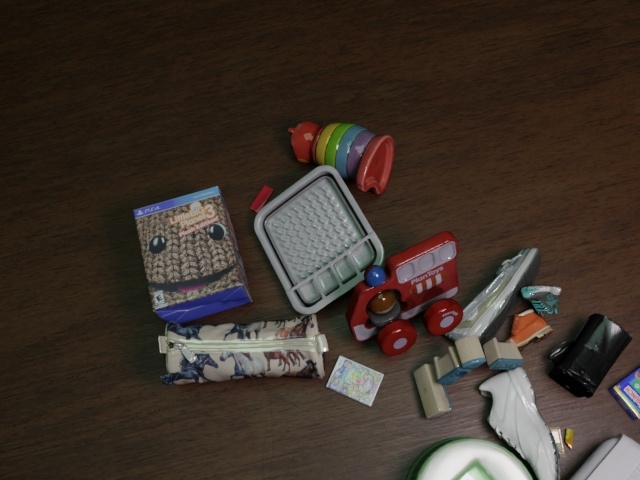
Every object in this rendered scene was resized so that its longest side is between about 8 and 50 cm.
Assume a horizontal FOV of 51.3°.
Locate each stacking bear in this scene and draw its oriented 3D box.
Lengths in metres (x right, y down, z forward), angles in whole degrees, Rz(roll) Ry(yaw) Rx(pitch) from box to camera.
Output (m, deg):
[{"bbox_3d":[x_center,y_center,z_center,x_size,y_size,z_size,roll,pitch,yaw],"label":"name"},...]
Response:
[{"bbox_3d":[0.042,-0.250,1.844,0.288,0.175,0.164,21,99,25],"label":"stacking bear"}]

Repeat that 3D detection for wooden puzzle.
[{"bbox_3d":[0.541,0.479,1.579,0.116,0.014,0.079,2,64,5],"label":"wooden puzzle"}]

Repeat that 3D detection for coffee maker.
[{"bbox_3d":[0.647,0.272,1.570,0.120,0.171,0.178,42,77,-9],"label":"coffee maker"}]

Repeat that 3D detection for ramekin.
[{"bbox_3d":[0.336,0.585,1.477,0.303,0.148,0.304,-2,68,4],"label":"ramekin"}]

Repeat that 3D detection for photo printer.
[{"bbox_3d":[0.655,0.587,1.433,0.307,0.107,0.256,-32,73,-31],"label":"photo printer"}]

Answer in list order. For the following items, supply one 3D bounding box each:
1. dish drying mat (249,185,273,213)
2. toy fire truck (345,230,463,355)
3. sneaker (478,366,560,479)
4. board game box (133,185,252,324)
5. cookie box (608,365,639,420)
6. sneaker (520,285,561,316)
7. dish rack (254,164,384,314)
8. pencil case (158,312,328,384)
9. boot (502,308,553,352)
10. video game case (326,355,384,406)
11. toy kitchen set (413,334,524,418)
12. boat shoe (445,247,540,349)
[{"bbox_3d":[-0.166,-0.116,1.881,0.032,0.008,0.083,26,71,13],"label":"dish drying mat"},{"bbox_3d":[0.197,0.119,1.601,0.302,0.254,0.169,-24,45,-6],"label":"toy fire truck"},{"bbox_3d":[0.468,0.442,1.552,0.129,0.111,0.297,-22,50,9],"label":"sneaker"},{"bbox_3d":[-0.330,0.042,1.727,0.232,0.141,0.291,-17,66,-4],"label":"board game box"},{"bbox_3d":[0.765,0.362,1.593,0.107,0.040,0.092,-33,70,-8],"label":"cookie box"},{"bbox_3d":[0.551,0.151,1.647,0.065,0.166,0.076,-8,79,45],"label":"sneaker"},{"bbox_3d":[0.000,0.000,1.748,0.285,0.072,0.333,-36,67,16],"label":"dish rack"},{"bbox_3d":[-0.182,0.267,1.631,0.410,0.183,0.160,-3,84,3],"label":"pencil case"},{"bbox_3d":[0.492,0.231,1.664,0.157,0.059,0.085,-26,65,-15],"label":"boot"},{"bbox_3d":[0.087,0.352,1.667,0.122,0.011,0.087,21,71,13],"label":"video game case"},{"bbox_3d":[0.359,0.329,1.587,0.166,0.207,0.122,9,52,-30],"label":"toy kitchen set"},{"bbox_3d":[0.440,0.137,1.676,0.103,0.118,0.320,33,80,34],"label":"boat shoe"}]
